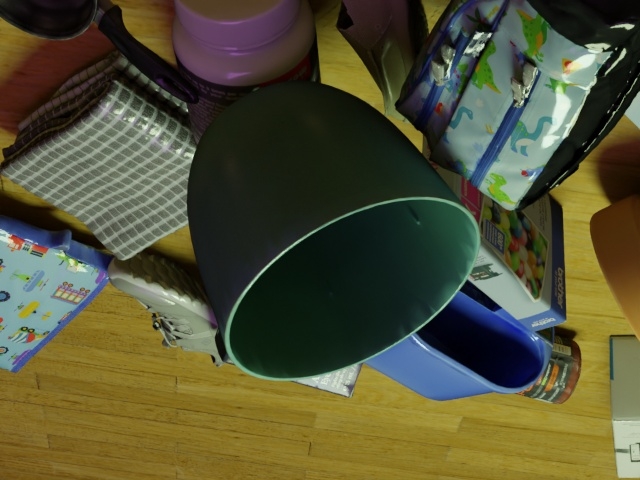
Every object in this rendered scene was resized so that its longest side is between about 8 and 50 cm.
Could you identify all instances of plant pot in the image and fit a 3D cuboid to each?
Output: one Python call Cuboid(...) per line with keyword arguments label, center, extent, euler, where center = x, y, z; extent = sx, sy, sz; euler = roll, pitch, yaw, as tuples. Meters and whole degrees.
Cuboid(label="plant pot", center=(-0.012, -0.029, 1.515), extent=(0.293, 0.235, 0.293), euler=(-20, 146, -14))
Cuboid(label="plant pot", center=(0.502, 0.038, 1.760), extent=(0.203, 0.291, 0.291), euler=(-34, 130, 24))

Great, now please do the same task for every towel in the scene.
Cuboid(label="towel", center=(-0.254, -0.104, 1.812), extent=(0.235, 0.121, 0.284), euler=(31, 140, -30))

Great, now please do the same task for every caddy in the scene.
Cuboid(label="caddy", center=(0.176, 0.073, 1.888), extent=(0.341, 0.241, 0.179), euler=(31, 146, -32))

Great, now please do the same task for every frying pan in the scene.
Cuboid(label="frying pan", center=(-0.266, -0.284, 1.526), extent=(0.326, 0.053, 0.197), euler=(22, 142, 15))

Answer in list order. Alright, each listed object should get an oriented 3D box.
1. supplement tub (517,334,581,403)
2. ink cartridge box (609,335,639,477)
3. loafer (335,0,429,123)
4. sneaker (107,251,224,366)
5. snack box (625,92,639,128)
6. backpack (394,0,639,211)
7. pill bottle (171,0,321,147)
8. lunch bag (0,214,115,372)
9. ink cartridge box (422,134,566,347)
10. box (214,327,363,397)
Cuboid(label="supplement tub", center=(0.290, 0.179, 2.141), extent=(0.198, 0.106, 0.106), euler=(15, 146, -11))
Cuboid(label="ink cartridge box", center=(0.496, 0.261, 2.184), extent=(0.086, 0.148, 0.203), euler=(-3, 146, 13))
Cuboid(label="loafer", center=(0.066, -0.242, 1.569), extent=(0.092, 0.102, 0.268), euler=(1, 137, 13))
Cuboid(label="sneaker", center=(-0.213, 0.116, 2.112), extent=(0.281, 0.105, 0.115), euler=(32, 105, -33))
Cuboid(label="snack box", center=(0.423, -0.192, 1.585), extent=(0.174, 0.070, 0.207), euler=(-26, 135, 35))
Cuboid(label="backpack", center=(0.229, -0.197, 1.425), extent=(0.273, 0.290, 0.355), euler=(21, 141, 15))
Cuboid(label="pill bottle", center=(-0.081, -0.201, 1.595), extent=(0.161, 0.161, 0.283), euler=(3, 147, 7))
Cuboid(label="lunch bag", center=(-0.463, 0.059, 2.081), extent=(0.221, 0.138, 0.293), euler=(25, 139, -36))
Cuboid(label="ink cartridge box", center=(0.236, -0.012, 1.792), extent=(0.065, 0.185, 0.311), euler=(-20, 138, 32))
Cuboid(label="box", center=(-0.033, 0.121, 2.054), extent=(0.207, 0.108, 0.153), euler=(16, 103, -15))
